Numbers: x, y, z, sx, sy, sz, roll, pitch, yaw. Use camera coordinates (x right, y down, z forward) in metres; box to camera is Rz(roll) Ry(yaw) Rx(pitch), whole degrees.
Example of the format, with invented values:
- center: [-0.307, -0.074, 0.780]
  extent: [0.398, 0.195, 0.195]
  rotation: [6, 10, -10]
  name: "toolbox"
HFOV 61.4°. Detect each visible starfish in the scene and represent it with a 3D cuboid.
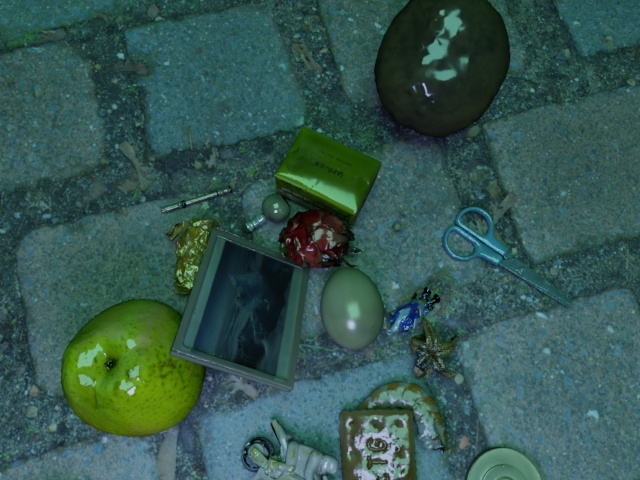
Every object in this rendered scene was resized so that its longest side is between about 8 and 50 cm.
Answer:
- center: [0.340, 0.320, 1.605]
  extent: [0.146, 0.074, 0.190]
  rotation: [-5, 72, 2]
  name: "starfish"

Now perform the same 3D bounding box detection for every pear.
- center: [-0.483, 0.332, 1.410]
  extent: [0.390, 0.391, 0.392]
  rotation: [1, 74, -2]
  name: "pear"

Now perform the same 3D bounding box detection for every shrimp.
- center: [0.228, 0.498, 1.548]
  extent: [0.286, 0.068, 0.186]
  rotation: [7, 75, 0]
  name: "shrimp"

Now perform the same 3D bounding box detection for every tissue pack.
- center: [0.022, -0.194, 1.683]
  extent: [0.274, 0.167, 0.200]
  rotation: [26, 72, 6]
  name: "tissue pack"

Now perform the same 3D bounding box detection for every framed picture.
- center: [-0.196, 0.173, 1.484]
  extent: [0.325, 0.028, 0.447]
  rotation: [22, 42, -14]
  name: "framed picture"

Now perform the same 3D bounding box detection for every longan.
- center: [0.379, -0.546, 1.683]
  extent: [0.403, 0.404, 0.436]
  rotation: [25, 97, 5]
  name: "longan"

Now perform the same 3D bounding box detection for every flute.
- center: [-0.396, -0.130, 1.722]
  extent: [0.232, 0.027, 0.027]
  rotation: [-18, 76, -7]
  name: "flute"

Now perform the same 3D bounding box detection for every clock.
- center: [0.523, 0.708, 1.521]
  extent: [0.234, 0.029, 0.235]
  rotation: [1, 74, -2]
  name: "clock"

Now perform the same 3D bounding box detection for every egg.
- center: [0.091, 0.195, 1.567]
  extent: [0.185, 0.186, 0.242]
  rotation: [-3, 68, -3]
  name: "egg"

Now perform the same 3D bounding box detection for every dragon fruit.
- center: [0.000, 0.000, 1.617]
  extent: [0.273, 0.192, 0.193]
  rotation: [2, 62, -18]
  name: "dragon fruit"

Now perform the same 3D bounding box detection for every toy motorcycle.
- center: [-0.064, 0.629, 1.437]
  extent: [0.222, 0.108, 0.340]
  rotation: [-38, 52, -13]
  name: "toy motorcycle"

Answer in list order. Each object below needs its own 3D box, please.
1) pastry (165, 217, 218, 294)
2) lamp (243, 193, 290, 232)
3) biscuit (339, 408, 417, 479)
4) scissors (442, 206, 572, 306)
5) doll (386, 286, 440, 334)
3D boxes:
- center: [-0.383, 0.040, 1.635]
  extent: [0.154, 0.102, 0.250]
  rotation: [0, 76, 2]
  name: "pastry"
- center: [-0.174, -0.078, 1.692]
  extent: [0.163, 0.091, 0.091]
  rotation: [-35, 78, 3]
  name: "lamp"
- center: [0.161, 0.633, 1.489]
  extent: [0.216, 0.044, 0.325]
  rotation: [-3, 79, 7]
  name: "biscuit"
- center: [0.601, 0.072, 1.704]
  extent: [0.447, 0.029, 0.193]
  rotation: [36, 76, 8]
  name: "scissors"
- center: [0.275, 0.223, 1.632]
  extent: [0.195, 0.070, 0.096]
  rotation: [-38, 49, -14]
  name: "doll"
